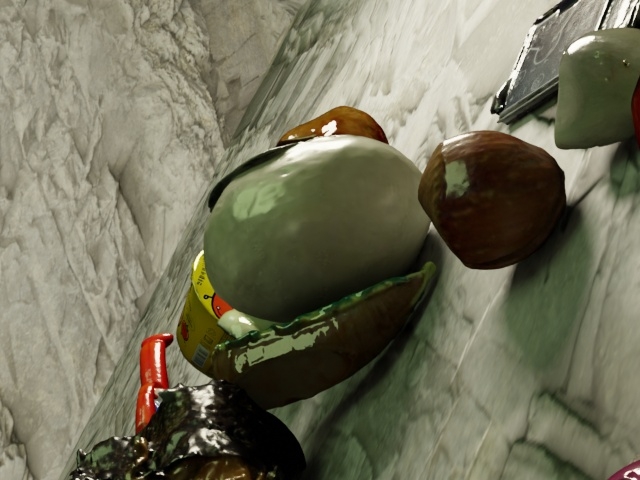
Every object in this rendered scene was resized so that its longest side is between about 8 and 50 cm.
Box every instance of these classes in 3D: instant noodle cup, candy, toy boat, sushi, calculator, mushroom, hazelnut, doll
[{"bbox_3d":[-0.124,0.111,1.928,0.144,0.182,0.182,-58,9,42],"label":"instant noodle cup"},{"bbox_3d":[0.000,0.000,1.577,0.295,0.295,0.185,-44,51,46],"label":"candy"},{"bbox_3d":[0.004,0.116,1.497,0.293,0.108,0.099,-27,31,17],"label":"toy boat"},{"bbox_3d":[-0.175,0.319,1.480,0.348,0.234,0.207,-56,12,24],"label":"sushi"},{"bbox_3d":[0.291,-0.237,1.503,0.274,0.028,0.166,-34,26,60],"label":"calculator"},{"bbox_3d":[0.284,-0.140,1.188,0.225,0.093,0.116,-4,68,63],"label":"mushroom"},{"bbox_3d":[0.021,-0.095,1.911,0.178,0.178,0.204,-40,16,53],"label":"hazelnut"},{"bbox_3d":[0.169,-0.044,1.284,0.143,0.143,0.154,-56,-3,6],"label":"hazelnut"},{"bbox_3d":[-0.211,0.300,1.820,0.099,0.188,0.384,-17,36,11],"label":"doll"}]

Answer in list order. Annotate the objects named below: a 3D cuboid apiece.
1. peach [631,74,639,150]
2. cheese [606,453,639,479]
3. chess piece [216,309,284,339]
[{"bbox_3d":[0.274,-0.047,0.641,0.274,0.248,0.245,140,138,-76],"label":"peach"},{"bbox_3d":[0.209,0.161,0.744,0.244,0.062,0.155,-56,22,26],"label":"cheese"},{"bbox_3d":[-0.016,0.053,1.760,0.243,0.133,0.133,-54,12,-4],"label":"chess piece"}]
